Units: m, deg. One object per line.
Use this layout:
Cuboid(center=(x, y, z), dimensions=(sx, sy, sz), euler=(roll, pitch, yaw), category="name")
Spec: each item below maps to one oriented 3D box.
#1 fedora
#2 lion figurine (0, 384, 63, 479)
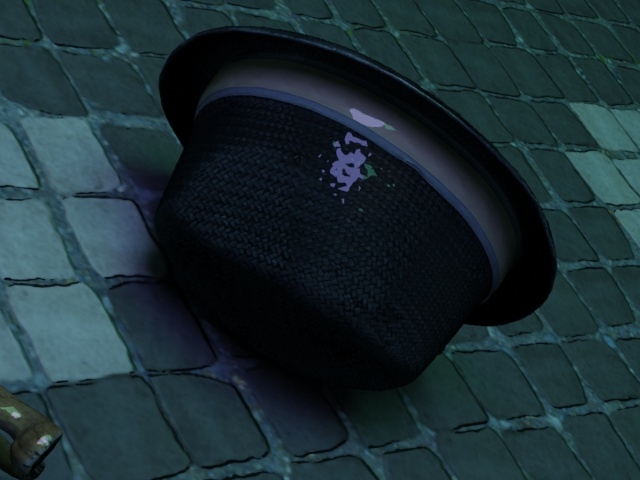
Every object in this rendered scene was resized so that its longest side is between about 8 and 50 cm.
Cuboid(center=(0.000, 0.000, 1.114), dimensions=(0.334, 0.334, 0.152), euler=(35, 63, -9), category="fedora")
Cuboid(center=(-0.309, 0.111, 0.749), dimensions=(0.240, 0.142, 0.392), euler=(37, 17, 8), category="lion figurine")
